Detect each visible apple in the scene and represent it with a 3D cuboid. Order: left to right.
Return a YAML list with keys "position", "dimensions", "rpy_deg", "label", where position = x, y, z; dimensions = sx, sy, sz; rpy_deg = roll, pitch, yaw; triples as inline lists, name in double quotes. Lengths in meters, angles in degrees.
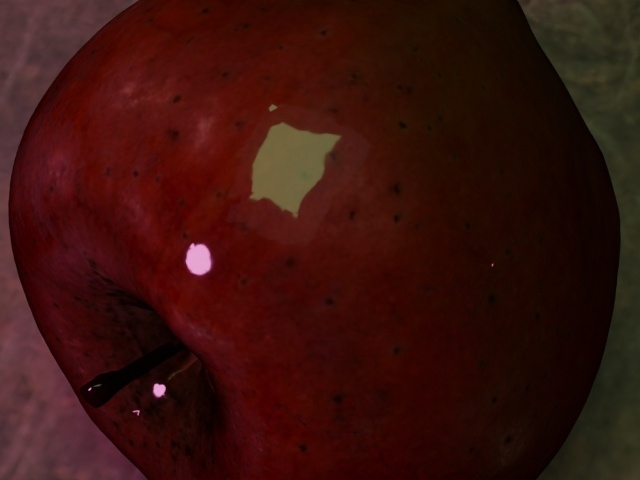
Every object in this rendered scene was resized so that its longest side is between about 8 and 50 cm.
- position: [-0.001, -0.001, 0.712]
  dimensions: [0.234, 0.234, 0.234]
  rpy_deg: [0, 57, 1]
  label: "apple"
